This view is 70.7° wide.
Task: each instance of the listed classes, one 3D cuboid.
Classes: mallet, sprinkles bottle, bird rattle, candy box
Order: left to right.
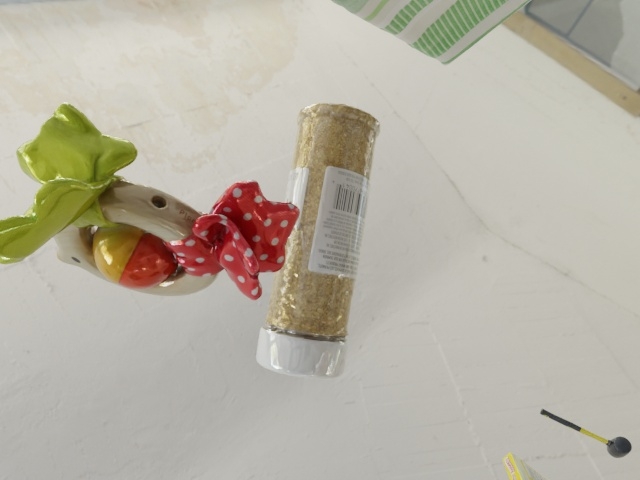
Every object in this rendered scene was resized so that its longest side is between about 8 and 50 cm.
[{"bbox_3d":[-0.161,-0.010,0.438,0.254,0.207,0.142,16,-123,-24],"label":"bird rattle"},{"bbox_3d":[0.000,0.000,0.621,0.122,0.121,0.354,10,-96,-11],"label":"sprinkles bottle"},{"bbox_3d":[0.387,0.438,0.715,0.206,0.027,0.105,39,-164,-2],"label":"candy box"},{"bbox_3d":[0.618,0.443,1.053,0.190,0.062,0.039,25,-117,20],"label":"mallet"}]

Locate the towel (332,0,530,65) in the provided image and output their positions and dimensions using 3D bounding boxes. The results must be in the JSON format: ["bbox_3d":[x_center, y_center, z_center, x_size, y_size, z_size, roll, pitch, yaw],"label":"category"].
[{"bbox_3d":[0.186,-0.318,0.526,0.325,0.248,0.038,-14,-105,-56],"label":"towel"}]
